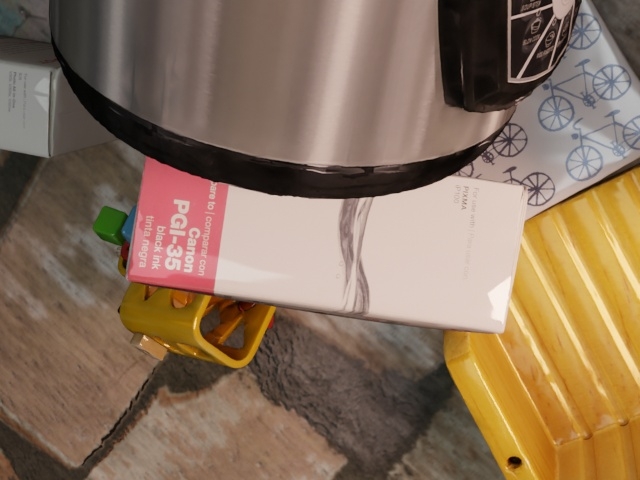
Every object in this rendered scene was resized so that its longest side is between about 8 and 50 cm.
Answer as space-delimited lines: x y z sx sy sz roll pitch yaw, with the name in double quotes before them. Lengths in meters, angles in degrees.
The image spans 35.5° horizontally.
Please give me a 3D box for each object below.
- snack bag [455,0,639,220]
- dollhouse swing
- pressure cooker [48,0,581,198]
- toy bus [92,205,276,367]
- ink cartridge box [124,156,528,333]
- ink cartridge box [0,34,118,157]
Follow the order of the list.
"snack bag" 0.098 -0.161 0.924 0.323 0.037 0.342 -30 91 23
"dollhouse swing" 0.280 0.123 0.799 0.347 0.305 0.315 -27 95 24
"pressure cooker" 0.002 -0.282 0.657 0.375 0.370 0.420 -1 127 -17
"toy bus" -0.146 0.065 0.990 0.191 0.202 0.104 24 70 1
"ink cartridge box" 0.000 0.000 0.810 0.283 0.207 0.117 9 85 -4
"ink cartridge box" -0.320 -0.153 1.012 0.212 0.154 0.093 10 107 16
